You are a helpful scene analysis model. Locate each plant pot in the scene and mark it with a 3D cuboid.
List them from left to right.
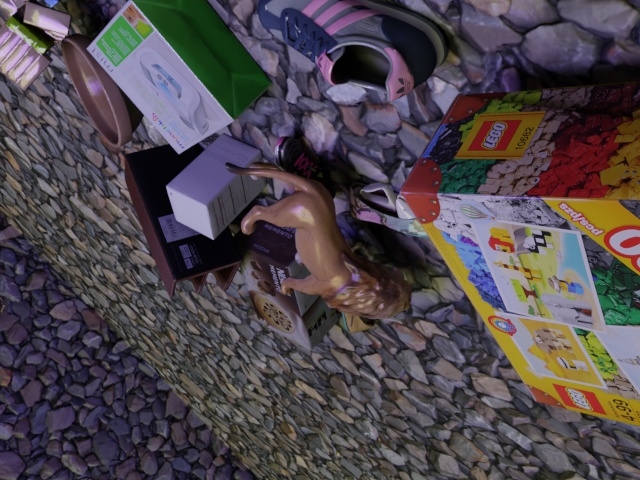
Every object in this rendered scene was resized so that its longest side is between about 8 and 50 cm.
[{"bbox_3d":[-0.418,-0.316,1.552,0.237,0.110,0.237,47,154,31],"label":"plant pot"}]

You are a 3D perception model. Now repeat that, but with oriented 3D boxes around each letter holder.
[{"bbox_3d":[-0.311,-0.029,1.676,0.301,0.152,0.214,66,156,16],"label":"letter holder"}]

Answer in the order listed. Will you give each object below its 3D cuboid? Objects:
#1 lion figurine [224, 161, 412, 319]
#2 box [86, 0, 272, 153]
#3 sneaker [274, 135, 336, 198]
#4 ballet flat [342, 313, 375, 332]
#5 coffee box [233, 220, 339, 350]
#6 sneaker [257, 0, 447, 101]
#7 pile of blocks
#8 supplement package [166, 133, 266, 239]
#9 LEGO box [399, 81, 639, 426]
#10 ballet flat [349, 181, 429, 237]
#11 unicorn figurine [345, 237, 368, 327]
[{"bbox_3d":[0.000,0.000,1.404,0.240,0.142,0.392,3,141,42],"label":"lion figurine"},{"bbox_3d":[-0.258,-0.319,1.391,0.262,0.126,0.231,50,146,-18],"label":"box"},{"bbox_3d":[-0.023,-0.129,1.436,0.075,0.063,0.170,9,142,42],"label":"sneaker"},{"bbox_3d":[0.067,0.110,1.655,0.073,0.080,0.232,-7,134,16],"label":"ballet flat"},{"bbox_3d":[-0.073,0.089,1.714,0.168,0.119,0.297,25,146,30],"label":"coffee box"},{"bbox_3d":[0.015,-0.291,1.113,0.319,0.131,0.112,22,145,29],"label":"sneaker"},{"bbox_3d":[-0.526,-0.471,1.448,0.149,0.112,0.362,19,115,-10],"label":"pile of blocks"},{"bbox_3d":[-0.206,-0.110,1.545,0.105,0.179,0.105,27,147,23],"label":"supplement package"},{"bbox_3d":[0.393,0.042,0.996,0.373,0.193,0.500,5,144,44],"label":"LEGO box"},{"bbox_3d":[0.132,-0.061,1.344,0.222,0.077,0.079,17,139,41],"label":"ballet flat"},{"bbox_3d":[0.073,0.077,1.563,0.111,0.060,0.161,-31,90,25],"label":"unicorn figurine"}]
